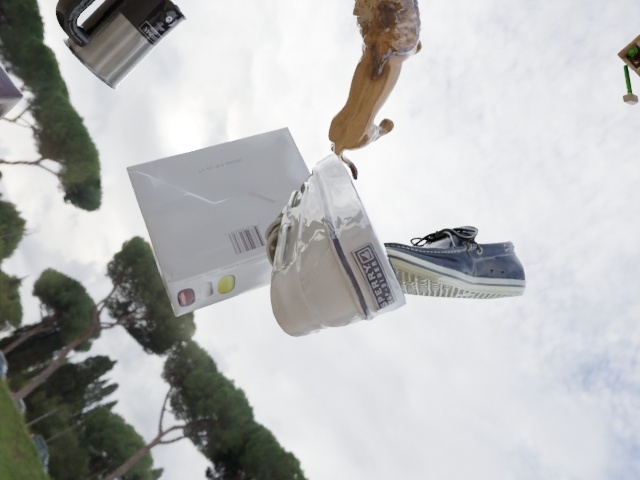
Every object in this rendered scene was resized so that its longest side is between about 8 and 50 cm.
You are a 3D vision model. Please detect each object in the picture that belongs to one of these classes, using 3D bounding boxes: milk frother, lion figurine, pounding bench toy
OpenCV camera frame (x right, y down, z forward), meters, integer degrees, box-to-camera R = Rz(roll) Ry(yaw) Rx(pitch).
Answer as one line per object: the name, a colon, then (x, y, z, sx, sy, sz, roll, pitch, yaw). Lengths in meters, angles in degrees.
milk frother: (-0.271, -0.297, 0.683, 0.143, 0.134, 0.129, 51, 4, 39)
lion figurine: (0.089, -0.282, 0.981, 0.142, 0.240, 0.393, 16, -71, 11)
pounding bench toy: (0.425, -0.229, 0.708, 0.083, 0.052, 0.065, -44, -130, 32)

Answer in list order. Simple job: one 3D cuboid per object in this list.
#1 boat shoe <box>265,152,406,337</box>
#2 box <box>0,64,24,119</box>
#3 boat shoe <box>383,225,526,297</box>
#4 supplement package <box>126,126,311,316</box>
boat shoe: (0.000, 0.000, 0.433, 0.268, 0.088, 0.096, -102, 167, -69)
box: (-0.595, -0.215, 0.664, 0.143, 0.381, 0.191, -34, -83, 16)
boat shoe: (0.286, 0.044, 1.212, 0.186, 0.499, 0.156, -14, -108, 52)
supplement package: (-0.140, -0.031, 0.852, 0.145, 0.261, 0.204, 110, -42, -63)
